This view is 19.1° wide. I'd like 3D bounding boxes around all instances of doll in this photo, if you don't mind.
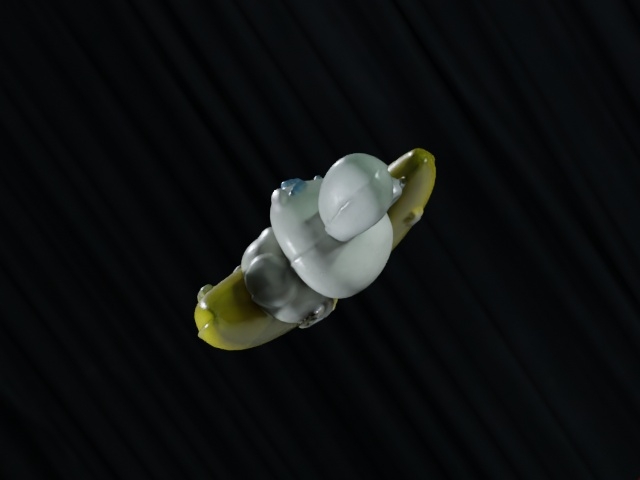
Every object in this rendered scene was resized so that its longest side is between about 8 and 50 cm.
[{"bbox_3d":[0.000,0.000,1.586,0.237,0.111,0.252,-36,-8,20],"label":"doll"}]

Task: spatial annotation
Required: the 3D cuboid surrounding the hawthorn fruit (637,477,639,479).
[{"bbox_3d":[0.315,0.284,1.455,0.265,0.265,0.307,-28,28,21],"label":"hawthorn fruit"}]
